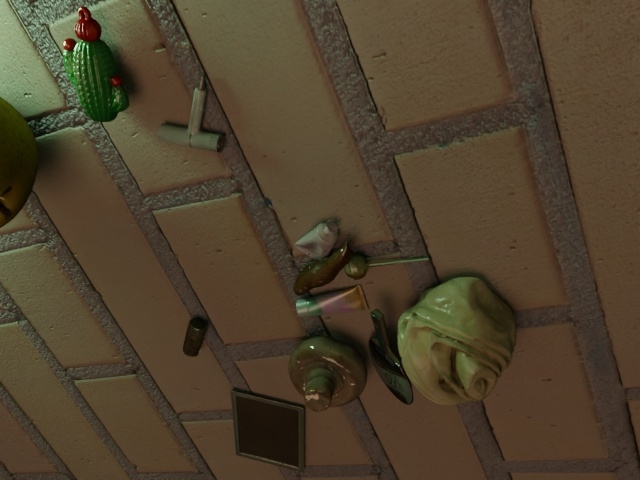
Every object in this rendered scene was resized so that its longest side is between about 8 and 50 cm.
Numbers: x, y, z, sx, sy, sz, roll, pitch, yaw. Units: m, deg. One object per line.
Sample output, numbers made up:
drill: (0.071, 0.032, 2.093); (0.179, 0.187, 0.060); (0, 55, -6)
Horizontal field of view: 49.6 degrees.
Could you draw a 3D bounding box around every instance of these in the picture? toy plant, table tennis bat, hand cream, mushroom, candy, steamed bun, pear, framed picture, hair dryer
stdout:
toy plant: (-0.505, -0.378, 1.525); (0.155, 0.088, 0.240); (-5, 115, 41)
table tennis bat: (0.167, 0.287, 1.701); (0.173, 0.022, 0.301); (40, 153, 48)
hand cream: (0.000, 0.000, 1.626); (0.084, 0.053, 0.142); (35, 144, -4)
mushroom: (0.021, 0.356, 1.775); (0.207, 0.209, 0.206); (-4, 138, -4)
candy: (0.152, 0.054, 1.605); (0.203, 0.061, 0.061); (-7, 121, 15)
steamed bun: (0.301, 0.257, 1.584); (0.276, 0.203, 0.289); (45, 128, -11)
pear: (-0.858, -0.204, 1.618); (0.418, 0.363, 0.362); (41, 133, 26)
framed picture: (-0.156, 0.578, 2.102); (0.233, 0.019, 0.296); (11, 126, 13)
hand cream: (0.027, 0.156, 1.725); (0.174, 0.047, 0.076); (-11, 118, 17)
hair dryer: (-0.289, -0.293, 1.535); (0.155, 0.044, 0.183); (11, 121, 12)

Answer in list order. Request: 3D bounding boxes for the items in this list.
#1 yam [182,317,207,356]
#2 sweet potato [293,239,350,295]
yam: (-0.353, 0.270, 1.942); (0.054, 0.054, 0.132); (25, 129, 3)
sweet potato: (0.004, 0.074, 1.648); (0.067, 0.067, 0.274); (40, 139, -9)
